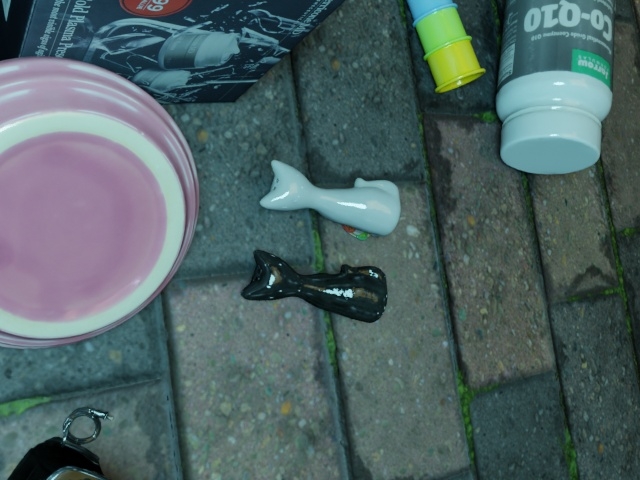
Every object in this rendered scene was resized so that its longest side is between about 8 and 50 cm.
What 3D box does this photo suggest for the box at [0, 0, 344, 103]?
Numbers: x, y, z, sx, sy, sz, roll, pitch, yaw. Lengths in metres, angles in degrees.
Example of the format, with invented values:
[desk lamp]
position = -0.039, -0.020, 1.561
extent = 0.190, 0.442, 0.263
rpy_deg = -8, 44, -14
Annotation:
[box]
position = -0.187, -0.294, 0.719
extent = 0.313, 0.343, 0.178
rpy_deg = -10, 85, -32

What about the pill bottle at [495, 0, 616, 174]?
[pill bottle]
position = 0.438, -0.320, 1.189
extent = 0.204, 0.204, 0.360
rpy_deg = 17, 73, -28

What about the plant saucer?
[plant saucer]
position = -0.278, -0.024, 0.686
extent = 0.332, 0.084, 0.331
rpy_deg = -16, 120, -30

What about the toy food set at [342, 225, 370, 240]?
[toy food set]
position = 0.064, -0.042, 1.020
extent = 0.083, 0.020, 0.083
rpy_deg = -18, 91, -32

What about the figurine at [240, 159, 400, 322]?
[figurine]
position = 0.000, 0.000, 0.926
extent = 0.210, 0.092, 0.214
rpy_deg = 12, 85, -24

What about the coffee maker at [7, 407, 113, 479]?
[coffee maker]
position = -0.269, 0.268, 0.668
extent = 0.120, 0.178, 0.171
rpy_deg = 14, 75, -30

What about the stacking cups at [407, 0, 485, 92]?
[stacking cups]
position = 0.194, -0.426, 1.122
extent = 0.096, 0.096, 0.316
rpy_deg = -23, 94, -32
